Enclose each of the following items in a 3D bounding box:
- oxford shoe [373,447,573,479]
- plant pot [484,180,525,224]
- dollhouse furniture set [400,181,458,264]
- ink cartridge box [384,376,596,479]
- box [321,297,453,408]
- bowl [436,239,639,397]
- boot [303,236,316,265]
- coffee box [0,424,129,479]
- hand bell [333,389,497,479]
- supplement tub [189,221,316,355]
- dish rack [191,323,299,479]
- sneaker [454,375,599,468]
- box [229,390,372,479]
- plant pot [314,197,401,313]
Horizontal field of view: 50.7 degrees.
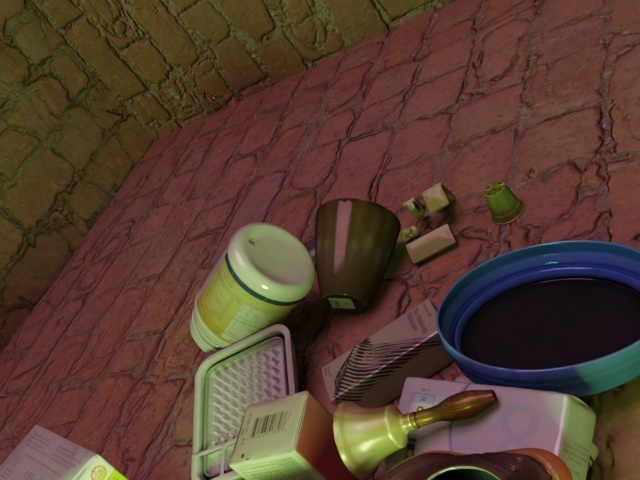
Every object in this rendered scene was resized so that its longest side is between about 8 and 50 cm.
[{"bbox_3d":[0.154,0.350,0.926,0.363,0.132,0.130,-34,57,42],"label":"oxford shoe"},{"bbox_3d":[0.412,-0.092,1.545,0.083,0.079,0.083,-29,31,19],"label":"plant pot"},{"bbox_3d":[0.280,-0.030,1.663,0.144,0.123,0.151,-29,66,18],"label":"dollhouse furniture set"},{"bbox_3d":[0.211,0.403,0.987,0.308,0.091,0.385,-7,58,50],"label":"ink cartridge box"},{"bbox_3d":[0.144,0.246,1.374,0.275,0.094,0.113,-36,30,8],"label":"box"},{"bbox_3d":[0.398,0.128,1.163,0.390,0.077,0.391,-17,23,8],"label":"bowl"},{"bbox_3d":[-0.002,-0.002,1.913,0.208,0.076,0.190,-37,27,18],"label":"boot"},{"bbox_3d":[-0.509,0.627,1.350,0.337,0.334,0.338,-2,45,49],"label":"coffee box"},{"bbox_3d":[0.152,0.270,1.024,0.242,0.126,0.126,-26,32,26],"label":"hand bell"},{"bbox_3d":[-0.176,0.134,1.667,0.316,0.228,0.228,-53,18,36],"label":"supplement tub"},{"bbox_3d":[-0.157,0.375,1.511,0.285,0.072,0.333,-28,44,21],"label":"dish rack"},{"bbox_3d":[0.285,0.331,1.098,0.161,0.102,0.282,-50,31,-11],"label":"sneaker"},{"bbox_3d":[-0.027,0.398,1.218,0.148,0.232,0.127,-21,34,29],"label":"box"},{"bbox_3d":[0.073,0.052,1.638,0.215,0.215,0.231,-13,53,38],"label":"plant pot"}]
